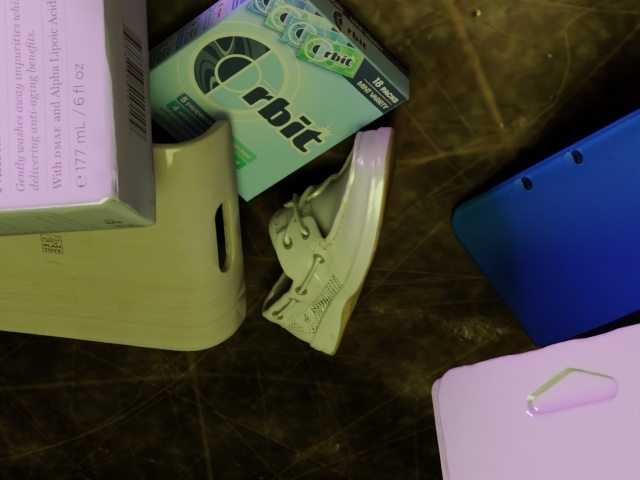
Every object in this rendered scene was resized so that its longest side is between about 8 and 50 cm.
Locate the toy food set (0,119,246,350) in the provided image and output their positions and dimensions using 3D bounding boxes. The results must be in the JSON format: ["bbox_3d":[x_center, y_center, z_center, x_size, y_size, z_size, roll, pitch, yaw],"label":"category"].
[{"bbox_3d":[-0.222,-0.025,1.455,0.306,0.092,0.219,5,128,9],"label":"toy food set"}]

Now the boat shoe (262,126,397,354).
[{"bbox_3d":[0.000,0.000,1.462,0.096,0.098,0.277,18,138,0],"label":"boat shoe"}]

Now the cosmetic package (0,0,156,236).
[{"bbox_3d":[-0.332,-0.108,1.292,0.385,0.217,0.156,-5,173,6],"label":"cosmetic package"}]

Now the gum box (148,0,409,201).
[{"bbox_3d":[-0.045,-0.132,1.385,0.184,0.041,0.157,-31,123,28],"label":"gum box"}]

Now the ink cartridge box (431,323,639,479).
[{"bbox_3d":[0.329,0.175,1.399,0.285,0.166,0.395,-20,160,41],"label":"ink cartridge box"}]

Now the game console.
[{"bbox_3d":[0.304,0.008,1.439,0.250,0.173,0.293,-2,164,-34],"label":"game console"}]
